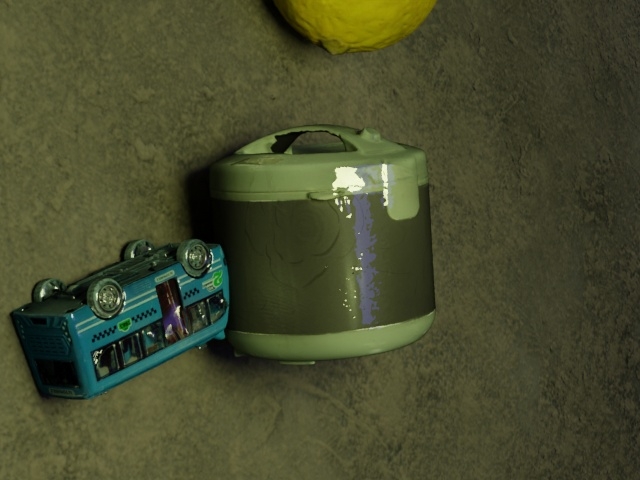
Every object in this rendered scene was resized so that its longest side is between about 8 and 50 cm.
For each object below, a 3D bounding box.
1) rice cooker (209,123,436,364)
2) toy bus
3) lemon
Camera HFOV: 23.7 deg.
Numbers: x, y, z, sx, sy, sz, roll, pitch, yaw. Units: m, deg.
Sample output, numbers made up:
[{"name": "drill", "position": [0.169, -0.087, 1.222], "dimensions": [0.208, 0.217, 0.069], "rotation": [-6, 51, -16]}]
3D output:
[{"name": "rice cooker", "position": [0.001, -0.003, 1.860], "dimensions": [0.288, 0.288, 0.277], "rotation": [-11, 98, -47]}, {"name": "toy bus", "position": [-0.217, 0.085, 1.739], "dimensions": [0.246, 0.113, 0.134], "rotation": [-25, 107, -44]}, {"name": "lemon", "position": [0.046, -0.378, 1.992], "dimensions": [0.267, 0.267, 0.267], "rotation": [8, 78, -46]}]
